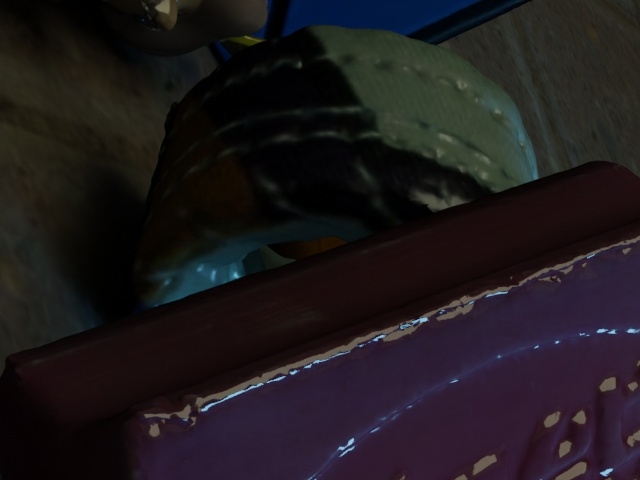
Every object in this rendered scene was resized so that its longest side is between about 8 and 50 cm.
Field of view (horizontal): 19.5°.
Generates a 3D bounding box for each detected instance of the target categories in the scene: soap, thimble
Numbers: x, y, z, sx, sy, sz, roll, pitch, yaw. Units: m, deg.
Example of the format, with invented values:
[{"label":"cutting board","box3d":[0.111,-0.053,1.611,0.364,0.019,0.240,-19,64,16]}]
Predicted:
[{"label":"soap","box3d":[0.049,0.119,0.830,0.359,0.128,0.233,-18,108,-34]},{"label":"thimble","box3d":[0.011,0.012,1.014,0.237,0.237,0.150,48,31,-33]}]

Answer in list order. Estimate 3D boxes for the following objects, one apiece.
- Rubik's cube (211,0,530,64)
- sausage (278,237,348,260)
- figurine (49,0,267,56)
[{"label":"Rubik's cube","box3d":[0.030,-0.260,1.273,0.246,0.248,0.250,60,25,-12]},{"label":"sausage","box3d":[0.000,0.000,1.198,0.062,0.054,0.183,87,0,-46]},{"label":"figurine","box3d":[-0.098,-0.165,1.087,0.229,0.137,0.112,0,110,-69]}]
